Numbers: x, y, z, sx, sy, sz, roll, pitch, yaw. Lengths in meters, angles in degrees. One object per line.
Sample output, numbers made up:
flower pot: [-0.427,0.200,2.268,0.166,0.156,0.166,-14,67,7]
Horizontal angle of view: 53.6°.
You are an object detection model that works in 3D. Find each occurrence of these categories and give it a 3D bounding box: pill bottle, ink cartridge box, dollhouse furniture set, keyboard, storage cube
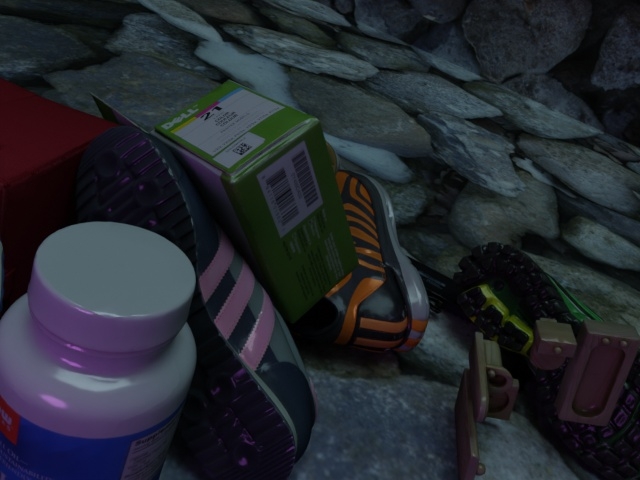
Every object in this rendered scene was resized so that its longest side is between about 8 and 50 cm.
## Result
pill bottle: [-0.154,0.101,0.421,0.124,0.221,0.124,16,30,-10]
ink cartridge box: [-0.098,-0.061,0.631,0.097,0.188,0.255,-40,48,-21]
dollhouse furniture set: [0.220,0.163,0.611,0.151,0.144,0.123,8,30,6]
keyboard: [0.147,0.066,0.879,0.180,0.023,0.108,27,24,11]
storage cube: [-0.309,-0.031,0.551,0.184,0.214,0.193,22,24,1]

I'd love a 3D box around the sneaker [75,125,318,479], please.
sneaker: [-0.101,0.051,0.558,0.318,0.112,0.131,66,18,0]

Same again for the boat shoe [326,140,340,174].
boat shoe: [-0.108,-0.080,0.827,0.277,0.098,0.096,-3,3,12]

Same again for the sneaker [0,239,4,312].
sneaker: [-0.268,0.077,0.336,0.112,0.131,0.296,9,69,1]

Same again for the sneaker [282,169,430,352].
sneaker: [0.000,0.000,0.785,0.180,0.124,0.321,8,33,-25]

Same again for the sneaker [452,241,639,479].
sneaker: [0.316,0.139,0.765,0.146,0.134,0.343,16,33,-51]
